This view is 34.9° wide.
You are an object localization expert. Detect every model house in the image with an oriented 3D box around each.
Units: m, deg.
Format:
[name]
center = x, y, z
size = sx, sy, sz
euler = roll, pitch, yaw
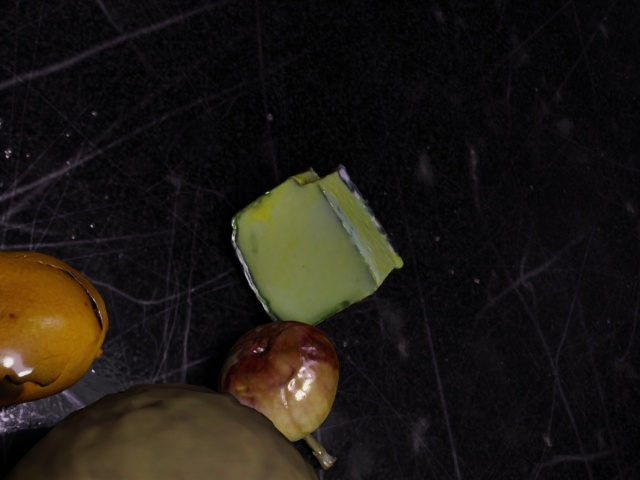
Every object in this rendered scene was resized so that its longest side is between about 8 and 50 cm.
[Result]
[model house]
center = 0.000, 0.000, 1.442
size = 0.194, 0.170, 0.211
euler = 56, 23, 0

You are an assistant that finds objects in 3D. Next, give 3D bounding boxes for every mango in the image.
[mango]
center = -0.370, 0.091, 1.098
size = 0.287, 0.153, 0.201
euler = 12, 55, -37

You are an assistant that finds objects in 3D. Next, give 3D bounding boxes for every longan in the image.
[longan]
center = -0.156, 0.339, 1.042
size = 0.391, 0.391, 0.391
euler = 12, 68, -33

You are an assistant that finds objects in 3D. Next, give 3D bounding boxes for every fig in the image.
[fig]
center = -0.036, 0.219, 1.321
size = 0.160, 0.143, 0.230
euler = -24, 98, -8
